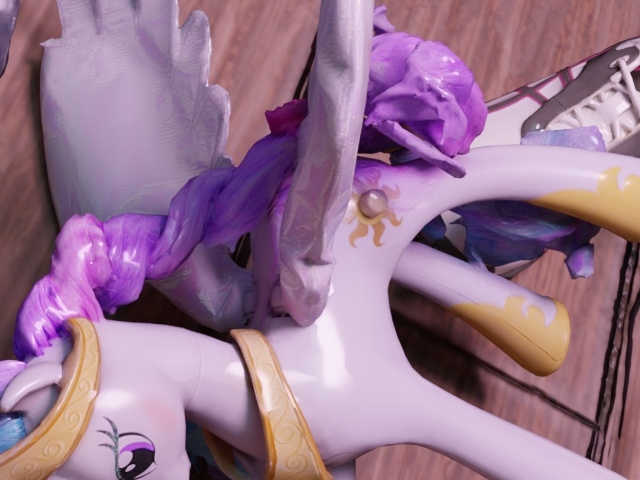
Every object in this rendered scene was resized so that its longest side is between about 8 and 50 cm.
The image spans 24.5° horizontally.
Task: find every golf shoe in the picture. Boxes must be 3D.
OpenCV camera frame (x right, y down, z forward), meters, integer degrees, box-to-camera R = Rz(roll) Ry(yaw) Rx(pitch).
[{"bbox_3d":[0.155,-0.069,0.910,0.273,0.120,0.105,-34,85,-38],"label":"golf shoe"}]

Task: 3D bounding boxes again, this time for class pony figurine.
[{"bbox_3d":[0.000,0.000,0.696,0.363,0.303,0.351,12,73,-30],"label":"pony figurine"}]

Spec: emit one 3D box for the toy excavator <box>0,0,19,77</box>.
[{"bbox_3d":[-0.187,-0.333,0.648,0.222,0.445,0.433,13,58,-25],"label":"toy excavator"}]
